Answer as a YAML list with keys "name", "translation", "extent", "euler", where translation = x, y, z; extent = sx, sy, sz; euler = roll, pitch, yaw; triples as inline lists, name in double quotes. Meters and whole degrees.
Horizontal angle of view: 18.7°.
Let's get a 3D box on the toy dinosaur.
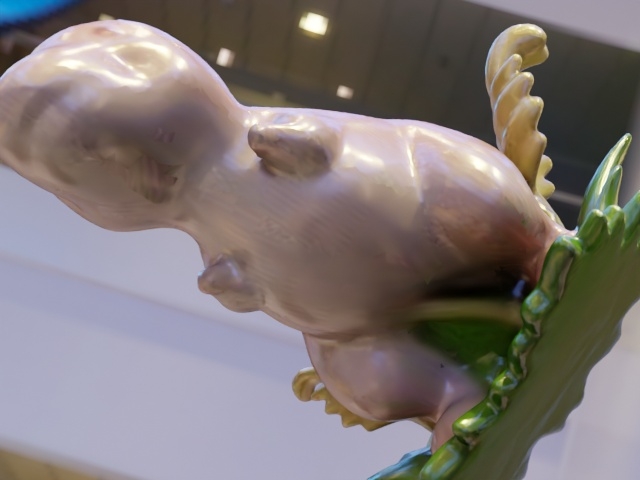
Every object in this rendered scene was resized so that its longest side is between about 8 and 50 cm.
- name: "toy dinosaur"
  translation: [-0.002, 0.006, 0.614]
  extent: [0.177, 0.152, 0.194]
  euler: [36, 27, 22]
